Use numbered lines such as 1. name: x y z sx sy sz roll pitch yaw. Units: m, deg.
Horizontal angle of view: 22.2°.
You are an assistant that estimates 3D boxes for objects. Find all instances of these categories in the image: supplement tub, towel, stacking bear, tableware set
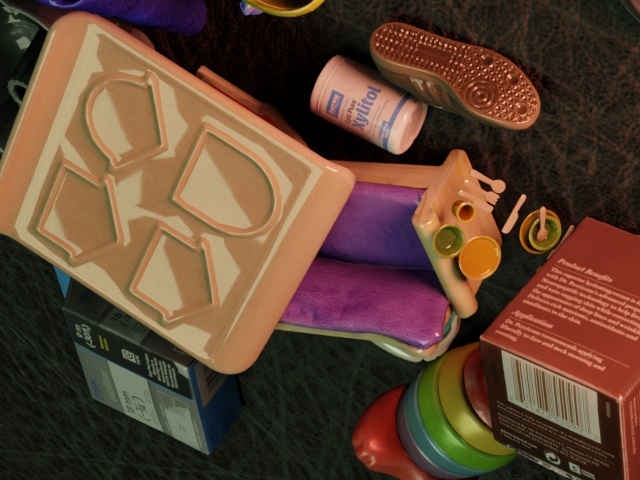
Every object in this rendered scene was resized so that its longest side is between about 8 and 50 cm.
1. supplement tub: 0.051 -0.141 1.695 0.107 0.071 0.071 26 149 16
2. towel: -0.258 -0.278 1.641 0.228 0.076 0.308 35 -169 14
3. stacking bear: 0.198 0.191 1.926 0.175 0.164 0.289 39 140 -9
4. tableware set: 0.190 0.001 1.678 0.154 0.104 0.024 28 -175 -27

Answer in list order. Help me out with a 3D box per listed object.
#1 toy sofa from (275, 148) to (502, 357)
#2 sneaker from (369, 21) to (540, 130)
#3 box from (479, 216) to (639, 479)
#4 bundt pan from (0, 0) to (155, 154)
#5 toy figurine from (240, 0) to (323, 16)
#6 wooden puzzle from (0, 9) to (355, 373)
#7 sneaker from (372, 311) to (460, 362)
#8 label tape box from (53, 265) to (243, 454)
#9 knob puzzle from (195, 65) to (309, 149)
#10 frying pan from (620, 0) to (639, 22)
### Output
1. toy sofa: 0.000 0.000 1.810 0.363 0.177 0.150 6 138 34
2. sneaker: 0.136 -0.157 1.610 0.188 0.066 0.071 31 167 20
3. box: 0.291 0.119 1.651 0.168 0.203 0.167 24 144 34
4. bundt pan: -0.312 -0.207 1.927 0.331 0.124 0.331 27 149 18
5. toy figurine: -0.087 -0.316 1.580 0.363 0.191 0.217 26 177 23
6. wooden puzzle: -0.165 -0.053 1.754 0.348 0.080 0.322 30 128 1
7. sneaker: 0.045 0.042 1.961 0.275 0.107 0.110 22 128 16
8. label tape box: -0.291 0.159 2.444 0.334 0.106 0.240 23 147 22
9. knob puzzle: -0.081 -0.101 1.933 0.213 0.030 0.213 26 148 18
10. frying pan: 0.269 -0.264 1.322 0.326 0.053 0.197 41 149 -14
